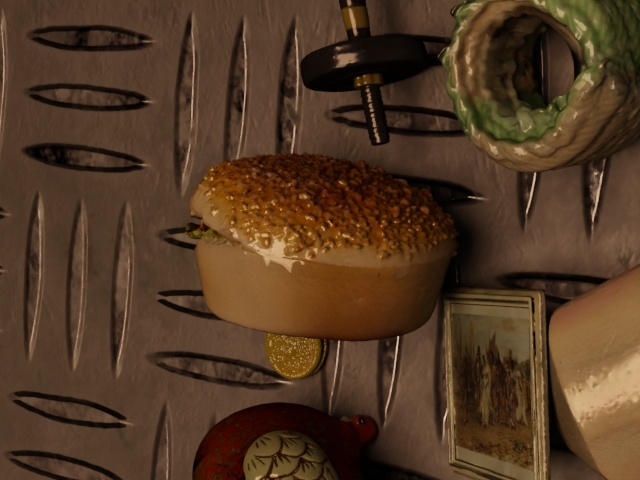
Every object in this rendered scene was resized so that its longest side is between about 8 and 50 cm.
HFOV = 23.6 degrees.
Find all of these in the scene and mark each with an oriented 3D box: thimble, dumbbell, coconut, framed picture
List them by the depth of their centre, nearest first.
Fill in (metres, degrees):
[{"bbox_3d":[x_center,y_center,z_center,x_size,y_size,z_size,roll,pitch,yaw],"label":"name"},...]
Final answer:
[{"bbox_3d":[0.320,0.132,1.470,0.241,0.241,0.241,1,92,35],"label":"coconut"},{"bbox_3d":[0.237,-0.174,1.545,0.219,0.150,0.219,11,107,41],"label":"thimble"},{"bbox_3d":[0.177,0.153,1.591,0.274,0.017,0.217,170,99,-75],"label":"framed picture"},{"bbox_3d":[0.036,-0.265,1.706,0.143,0.143,0.325,-14,83,35],"label":"dumbbell"}]

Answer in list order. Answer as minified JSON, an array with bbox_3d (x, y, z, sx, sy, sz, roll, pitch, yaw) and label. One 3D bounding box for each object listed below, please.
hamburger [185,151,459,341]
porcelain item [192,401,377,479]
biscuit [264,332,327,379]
[{"bbox_3d":[0.000,0.000,1.655,0.302,0.302,0.170,12,105,34],"label":"hamburger"},{"bbox_3d":[-0.016,0.287,1.741,0.253,0.253,0.253,1,92,35],"label":"porcelain item"},{"bbox_3d":[-0.029,0.125,1.834,0.084,0.023,0.084,2,93,37],"label":"biscuit"}]
